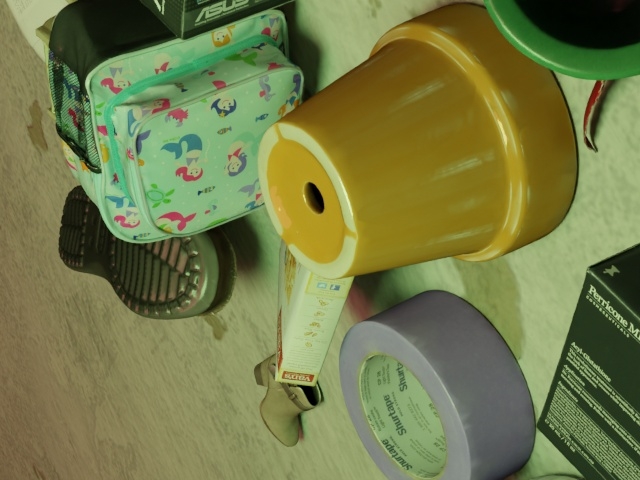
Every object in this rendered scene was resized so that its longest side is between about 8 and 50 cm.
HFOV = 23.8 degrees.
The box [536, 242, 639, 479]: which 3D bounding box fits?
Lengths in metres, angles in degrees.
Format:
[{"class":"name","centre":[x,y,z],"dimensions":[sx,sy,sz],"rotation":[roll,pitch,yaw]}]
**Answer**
[{"class":"box","centre":[0.287,0.143,1.059],"dimensions":[0.261,0.103,0.184],"rotation":[47,149,31]}]

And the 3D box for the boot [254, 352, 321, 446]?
[{"class":"boot","centre":[-0.030,0.178,1.683],"dimensions":[0.087,0.042,0.118],"rotation":[-5,114,52]}]

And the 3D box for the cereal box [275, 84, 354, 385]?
[{"class":"cereal box","centre":[0.000,0.000,1.397],"dimensions":[0.240,0.047,0.173],"rotation":[109,167,-50]}]

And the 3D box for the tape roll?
[{"class":"tape roll","centre":[0.104,0.146,1.390],"dimensions":[0.189,0.080,0.189],"rotation":[40,143,39]}]

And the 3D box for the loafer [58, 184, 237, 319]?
[{"class":"loafer","centre":[-0.177,0.002,1.720],"dimensions":[0.366,0.130,0.133],"rotation":[24,106,58]}]

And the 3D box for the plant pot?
[{"class":"plant pot","centre":[0.062,-0.061,1.190],"dimensions":[0.205,0.188,0.205],"rotation":[39,142,40]}]

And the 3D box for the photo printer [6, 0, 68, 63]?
[{"class":"photo printer","centre":[-0.276,-0.336,1.634],"dimensions":[0.307,0.107,0.256],"rotation":[-24,90,62]}]

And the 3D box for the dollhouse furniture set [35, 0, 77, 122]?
[{"class":"dollhouse furniture set","centre":[-0.196,-0.209,1.529],"dimensions":[0.101,0.161,0.182],"rotation":[39,144,33]}]

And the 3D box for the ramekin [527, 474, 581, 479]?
[{"class":"ramekin","centre":[0.204,0.338,1.308],"dimensions":[0.277,0.135,0.277],"rotation":[40,143,39]}]

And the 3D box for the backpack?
[{"class":"backpack","centre":[-0.131,-0.114,1.443],"dimensions":[0.191,0.225,0.253],"rotation":[54,153,31]}]

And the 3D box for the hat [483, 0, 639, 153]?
[{"class":"hat","centre":[0.202,-0.188,1.035],"dimensions":[0.208,0.183,0.173],"rotation":[-39,81,18]}]

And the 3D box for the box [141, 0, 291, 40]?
[{"class":"box","centre":[0.004,-0.275,1.044],"dimensions":[0.060,0.270,0.216],"rotation":[46,146,30]}]
